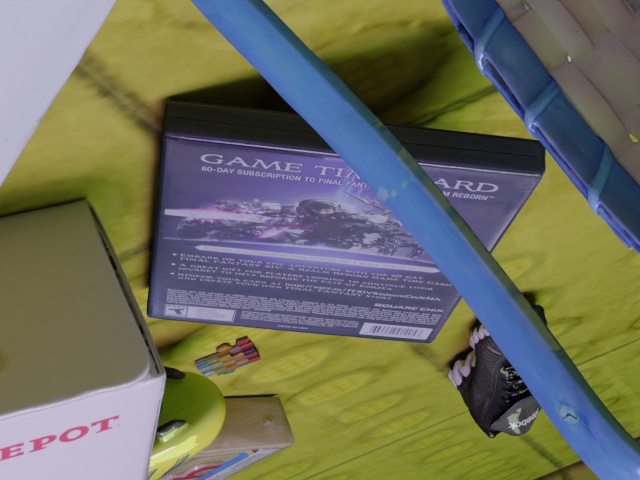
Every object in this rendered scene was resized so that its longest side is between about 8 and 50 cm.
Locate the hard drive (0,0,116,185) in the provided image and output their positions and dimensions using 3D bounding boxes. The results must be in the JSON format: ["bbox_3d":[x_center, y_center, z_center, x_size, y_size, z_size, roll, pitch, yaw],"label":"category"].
[{"bbox_3d":[-0.171,-0.094,0.416,0.233,0.047,0.353,2,153,-30],"label":"hard drive"}]

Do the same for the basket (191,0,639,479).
[{"bbox_3d":[0.119,-0.083,0.500,0.289,0.255,0.201,-36,172,-27],"label":"basket"}]

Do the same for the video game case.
[{"bbox_3d":[0.000,0.000,0.841,0.196,0.026,0.274,6,156,-6],"label":"video game case"}]

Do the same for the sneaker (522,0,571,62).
[{"bbox_3d":[0.226,-0.136,0.702,0.256,0.094,0.151,-16,158,15],"label":"sneaker"}]

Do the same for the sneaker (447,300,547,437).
[{"bbox_3d":[0.190,0.137,1.423,0.078,0.106,0.234,-18,161,-14],"label":"sneaker"}]

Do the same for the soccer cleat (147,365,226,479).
[{"bbox_3d":[-0.188,0.193,1.115,0.289,0.093,0.121,-30,129,12],"label":"soccer cleat"}]

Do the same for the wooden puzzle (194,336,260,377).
[{"bbox_3d":[-0.076,0.099,1.182,0.049,0.006,0.083,-21,162,0],"label":"wooden puzzle"}]

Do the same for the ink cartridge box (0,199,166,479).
[{"bbox_3d":[-0.225,0.134,0.832,0.226,0.131,0.306,-14,146,-23],"label":"ink cartridge box"}]

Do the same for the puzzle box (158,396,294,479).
[{"bbox_3d":[-0.256,0.253,1.351,0.409,0.052,0.272,-32,158,30],"label":"puzzle box"}]
